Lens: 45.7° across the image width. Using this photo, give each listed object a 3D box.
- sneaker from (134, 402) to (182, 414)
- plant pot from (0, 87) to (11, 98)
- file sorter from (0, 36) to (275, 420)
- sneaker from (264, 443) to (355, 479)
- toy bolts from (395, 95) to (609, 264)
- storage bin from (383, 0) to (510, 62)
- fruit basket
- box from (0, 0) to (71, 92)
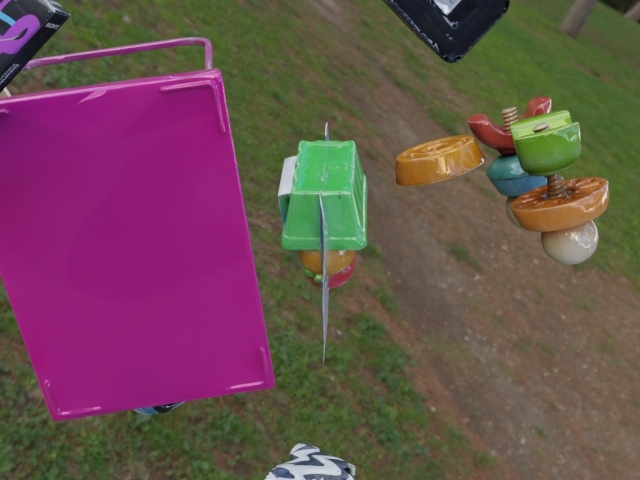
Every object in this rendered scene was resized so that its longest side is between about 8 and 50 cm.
[{"bbox_3d":[-0.121,0.126,0.789,0.073,0.162,0.063,1,-50,57],"label":"sneaker"},{"bbox_3d":[-0.492,-0.080,0.817,0.284,0.191,0.284,21,47,-25],"label":"plant pot"},{"bbox_3d":[-0.166,-0.020,0.693,0.202,0.291,0.182,-9,28,-3],"label":"file sorter"},{"bbox_3d":[-0.010,0.459,1.369,0.153,0.094,0.235,5,12,21],"label":"sneaker"},{"bbox_3d":[0.213,-0.058,0.883,0.228,0.218,0.159,-56,131,-66],"label":"toy bolts"},{"bbox_3d":[0.154,-0.344,1.026,0.180,0.122,0.084,34,17,-37],"label":"storage bin"},{"bbox_3d":[0.000,0.000,1.463,0.165,0.353,0.327,5,38,0],"label":"fruit basket"},{"bbox_3d":[-0.239,-0.114,0.432,0.116,0.162,0.029,47,11,-5],"label":"box"}]
